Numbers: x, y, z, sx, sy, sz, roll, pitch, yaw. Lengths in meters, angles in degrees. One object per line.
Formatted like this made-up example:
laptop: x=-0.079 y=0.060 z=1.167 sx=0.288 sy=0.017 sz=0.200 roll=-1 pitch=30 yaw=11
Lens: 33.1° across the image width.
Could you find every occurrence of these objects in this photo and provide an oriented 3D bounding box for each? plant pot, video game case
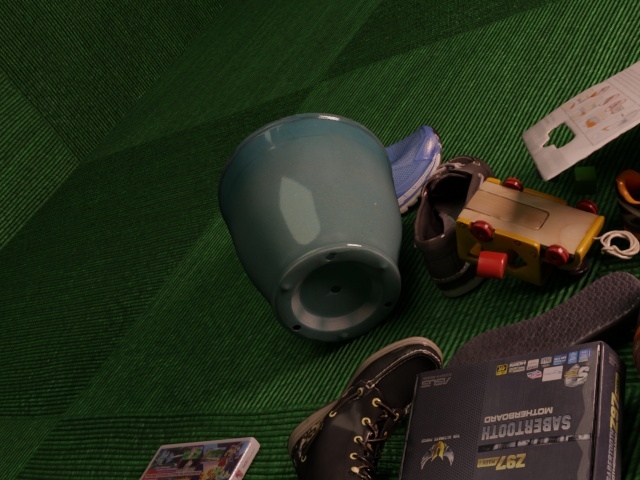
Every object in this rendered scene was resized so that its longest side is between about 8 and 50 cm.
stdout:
plant pot: x=0.000 y=0.000 z=1.558 sx=0.271 sy=0.272 sz=0.255 roll=-31 pitch=40 yaw=13
video game case: x=-0.193 y=0.348 z=1.458 sx=0.201 sy=0.023 sz=0.183 roll=-15 pitch=33 yaw=42

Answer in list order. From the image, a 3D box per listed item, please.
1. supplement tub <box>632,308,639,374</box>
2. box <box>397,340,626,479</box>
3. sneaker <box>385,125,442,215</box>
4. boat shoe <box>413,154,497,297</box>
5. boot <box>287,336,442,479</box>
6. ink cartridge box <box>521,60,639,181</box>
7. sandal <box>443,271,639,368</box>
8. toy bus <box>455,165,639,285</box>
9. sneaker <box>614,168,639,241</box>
supplement tub: x=0.369 y=0.084 z=1.073 sx=0.106 sy=0.106 sz=0.198 roll=-17 pitch=31 yaw=38
box: x=0.190 y=0.210 z=1.097 sx=0.232 sy=0.059 sz=0.183 roll=-16 pitch=48 yaw=39
sneaker: x=0.049 y=-0.092 z=1.762 sx=0.330 sy=0.147 sz=0.130 roll=-33 pitch=25 yaw=8
boat shoe: x=0.193 y=-0.053 z=1.560 sx=0.112 sy=0.095 sz=0.335 roll=-26 pitch=27 yaw=23
boot: x=0.059 y=0.234 z=1.239 sx=0.236 sy=0.085 sz=0.179 roll=-42 pitch=23 yaw=17
ink cartridge box: x=0.450 y=-0.173 z=1.346 sx=0.385 sy=0.091 sz=0.308 roll=-31 pitch=11 yaw=12
sandal: x=0.257 y=0.127 z=1.221 sx=0.254 sy=0.054 sz=0.097 roll=-27 pitch=36 yaw=14
toy bus: x=0.271 y=0.002 z=1.346 sx=0.190 sy=0.104 sz=0.202 roll=-14 pitch=45 yaw=-2
sneaker: x=0.426 y=-0.039 z=1.241 sx=0.084 sy=0.083 sz=0.215 roll=-47 pitch=28 yaw=-26
